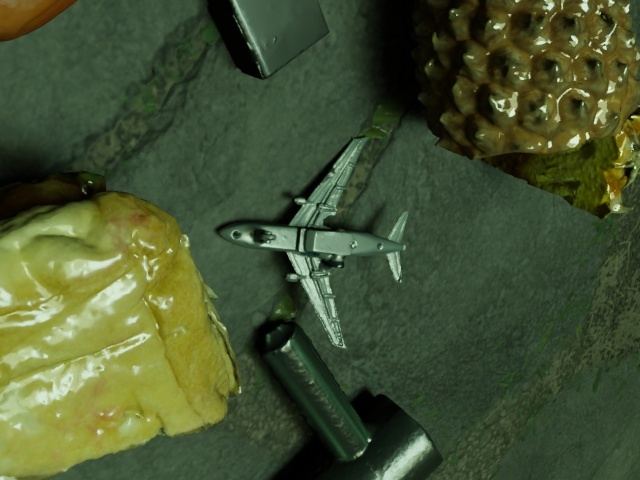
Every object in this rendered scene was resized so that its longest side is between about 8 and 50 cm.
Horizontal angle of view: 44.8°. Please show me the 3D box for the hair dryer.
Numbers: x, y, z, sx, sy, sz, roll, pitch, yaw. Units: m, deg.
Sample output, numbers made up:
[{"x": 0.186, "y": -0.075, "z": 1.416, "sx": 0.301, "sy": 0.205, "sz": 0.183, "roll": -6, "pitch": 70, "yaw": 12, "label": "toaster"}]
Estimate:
[{"x": -0.021, "y": 0.233, "z": 0.874, "sx": 0.244, "sy": 0.116, "sz": 0.302, "roll": -40, "pitch": 120, "yaw": -17, "label": "hair dryer"}]

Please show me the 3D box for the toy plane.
[{"x": 0.003, "y": 0.000, "z": 0.795, "sx": 0.226, "sy": 0.058, "sz": 0.225, "roll": 4, "pitch": 92, "yaw": -41, "label": "toy plane"}]

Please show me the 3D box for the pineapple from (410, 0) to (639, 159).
[{"x": 0.169, "y": -0.263, "z": 0.721, "sx": 0.223, "sy": 0.223, "sz": 0.357, "roll": -23, "pitch": 106, "yaw": -29, "label": "pineapple"}]

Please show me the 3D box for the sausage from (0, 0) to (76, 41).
[{"x": -0.194, "y": -0.252, "z": 0.451, "sx": 0.153, "sy": 0.141, "sz": 0.268, "roll": 3, "pitch": 108, "yaw": -41, "label": "sausage"}]

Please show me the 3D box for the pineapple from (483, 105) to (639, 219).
[{"x": 0.292, "y": -0.116, "z": 0.912, "sx": 0.186, "sy": 0.236, "sz": 0.114, "roll": 5, "pitch": 111, "yaw": 0, "label": "pineapple"}]

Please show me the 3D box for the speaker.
[{"x": -0.070, "y": -0.244, "z": 0.623, "sx": 0.082, "sy": 0.044, "sz": 0.218, "roll": -41, "pitch": 131, "yaw": -17, "label": "speaker"}]

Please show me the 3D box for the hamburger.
[{"x": -0.203, "y": 0.048, "z": 0.578, "sx": 0.330, "sy": 0.162, "sz": 0.208, "roll": -2, "pitch": 110, "yaw": -36, "label": "hamburger"}]
